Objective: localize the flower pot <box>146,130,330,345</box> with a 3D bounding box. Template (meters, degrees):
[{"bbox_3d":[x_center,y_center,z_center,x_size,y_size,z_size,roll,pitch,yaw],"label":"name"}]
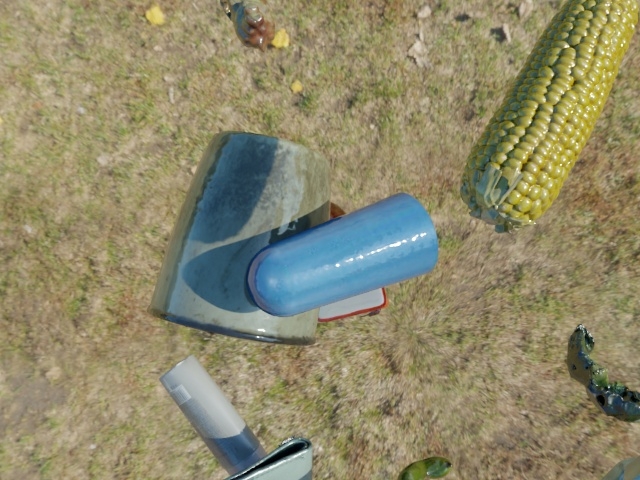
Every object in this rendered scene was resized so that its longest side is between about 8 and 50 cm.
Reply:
[{"bbox_3d":[-0.117,-0.002,1.005,0.294,0.293,0.330,12,84,11],"label":"flower pot"}]

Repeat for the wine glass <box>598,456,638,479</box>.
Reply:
[{"bbox_3d":[0.778,0.583,1.413,0.093,0.093,0.202,49,114,13],"label":"wine glass"}]

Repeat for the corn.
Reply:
[{"bbox_3d":[0.221,-0.129,0.549,0.091,0.091,0.260,34,85,-32],"label":"corn"}]

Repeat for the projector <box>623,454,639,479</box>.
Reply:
[{"bbox_3d":[0.716,0.453,1.019,0.250,0.108,0.198,39,122,17],"label":"projector"}]

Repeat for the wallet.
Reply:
[{"bbox_3d":[-0.138,0.478,0.961,0.290,0.054,0.251,-13,121,-27],"label":"wallet"}]

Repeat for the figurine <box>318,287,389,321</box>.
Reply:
[{"bbox_3d":[0.089,0.140,1.485,0.184,0.226,0.160,-14,69,11],"label":"figurine"}]

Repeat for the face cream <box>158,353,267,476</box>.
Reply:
[{"bbox_3d":[-0.194,0.343,1.073,0.269,0.073,0.107,53,136,2],"label":"face cream"}]

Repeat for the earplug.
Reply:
[{"bbox_3d":[0.022,0.029,0.830,0.273,0.132,0.132,-19,77,-23],"label":"earplug"}]

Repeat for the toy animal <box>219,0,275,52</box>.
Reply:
[{"bbox_3d":[-0.145,-0.445,1.150,0.097,0.312,0.157,-16,103,-4],"label":"toy animal"}]

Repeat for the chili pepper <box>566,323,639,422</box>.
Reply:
[{"bbox_3d":[0.694,0.353,1.421,0.116,0.148,0.264,-27,39,-3],"label":"chili pepper"}]

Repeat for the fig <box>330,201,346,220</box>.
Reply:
[{"bbox_3d":[-0.010,0.001,1.582,0.235,0.235,0.214,25,51,12],"label":"fig"}]

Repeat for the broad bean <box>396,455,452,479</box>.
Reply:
[{"bbox_3d":[0.128,0.399,0.894,0.214,0.070,0.048,-22,88,-40],"label":"broad bean"}]
